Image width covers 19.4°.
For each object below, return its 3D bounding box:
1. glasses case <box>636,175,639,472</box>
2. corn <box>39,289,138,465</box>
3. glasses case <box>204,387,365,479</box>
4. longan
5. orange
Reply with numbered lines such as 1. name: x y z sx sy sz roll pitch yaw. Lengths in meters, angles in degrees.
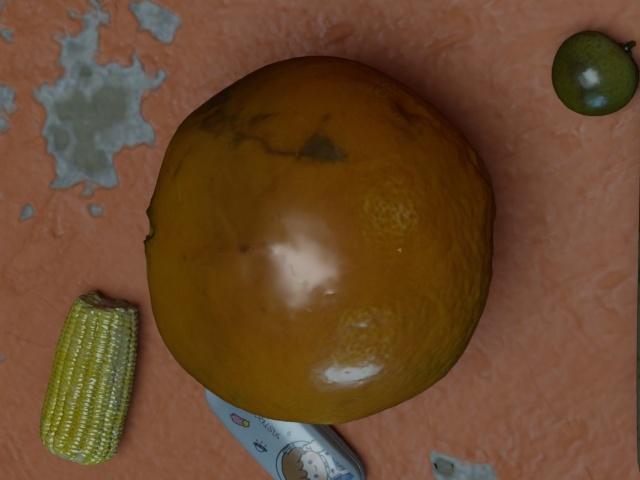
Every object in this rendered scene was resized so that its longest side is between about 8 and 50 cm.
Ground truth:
1. glasses case: 0.340 0.027 1.534 0.156 0.098 0.425 3 94 34
2. corn: -0.220 0.132 1.790 0.085 0.063 0.165 23 109 37
3. glasses case: -0.034 0.181 1.750 0.178 0.045 0.067 45 113 2
4. longan: 0.235 -0.144 1.576 0.075 0.075 0.083 46 71 3
5. orange: 0.000 0.000 1.558 0.312 0.312 0.312 4 105 17
